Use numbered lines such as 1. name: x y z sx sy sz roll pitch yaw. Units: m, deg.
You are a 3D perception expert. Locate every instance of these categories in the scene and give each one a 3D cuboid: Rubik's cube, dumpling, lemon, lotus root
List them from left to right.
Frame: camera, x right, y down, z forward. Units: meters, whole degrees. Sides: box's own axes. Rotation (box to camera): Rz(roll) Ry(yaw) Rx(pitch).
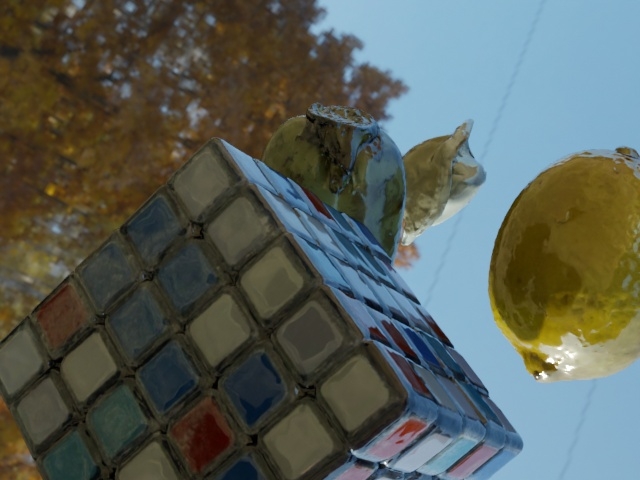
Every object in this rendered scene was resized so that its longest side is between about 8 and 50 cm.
1. Rubik's cube: -0.049 0.137 0.943 0.293 0.292 0.287 -41 -119 9
2. lotus root: 0.000 0.000 1.238 0.173 0.173 0.309 -131 -134 -59
3. dumpling: 0.161 -0.082 1.504 0.136 0.118 0.199 -159 -86 -84
4. lemon: 0.313 0.027 1.291 0.263 0.236 0.236 -49 -149 20
